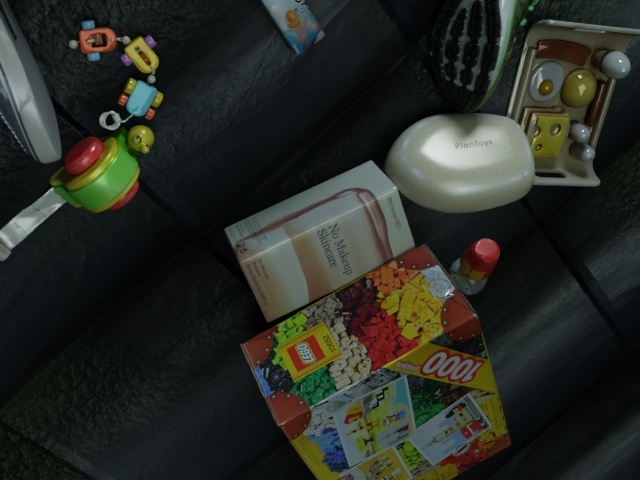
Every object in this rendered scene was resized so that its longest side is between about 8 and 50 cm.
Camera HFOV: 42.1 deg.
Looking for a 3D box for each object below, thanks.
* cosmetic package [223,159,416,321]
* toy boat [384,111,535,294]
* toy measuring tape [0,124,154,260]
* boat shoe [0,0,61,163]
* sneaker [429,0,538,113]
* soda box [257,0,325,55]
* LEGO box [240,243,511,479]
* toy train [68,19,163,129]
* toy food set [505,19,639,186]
[{"bbox_3d":[0.000,0.000,1.464,0.296,0.129,0.153,-27,123,-5],"label":"cosmetic package"},{"bbox_3d":[0.246,-0.071,1.446,0.267,0.318,0.148,-2,157,-7],"label":"toy boat"},{"bbox_3d":[-0.389,-0.063,1.296,0.330,0.121,0.121,-39,123,3],"label":"toy measuring tape"},{"bbox_3d":[-0.495,-0.250,1.164,0.158,0.127,0.340,-18,114,-3],"label":"boat shoe"},{"bbox_3d":[0.316,-0.401,1.368,0.182,0.158,0.410,-9,126,-36],"label":"sneaker"},{"bbox_3d":[-0.067,-0.377,1.274,0.058,0.063,0.183,-36,123,1],"label":"soda box"},{"bbox_3d":[0.126,0.295,1.560,0.372,0.193,0.500,-29,138,-3],"label":"LEGO box"},{"bbox_3d":[-0.306,-0.258,1.264,0.125,0.046,0.166,-13,118,-12],"label":"toy train"},{"bbox_3d":[0.463,-0.245,1.523,0.219,0.092,0.306,-1,117,-20],"label":"toy food set"}]
